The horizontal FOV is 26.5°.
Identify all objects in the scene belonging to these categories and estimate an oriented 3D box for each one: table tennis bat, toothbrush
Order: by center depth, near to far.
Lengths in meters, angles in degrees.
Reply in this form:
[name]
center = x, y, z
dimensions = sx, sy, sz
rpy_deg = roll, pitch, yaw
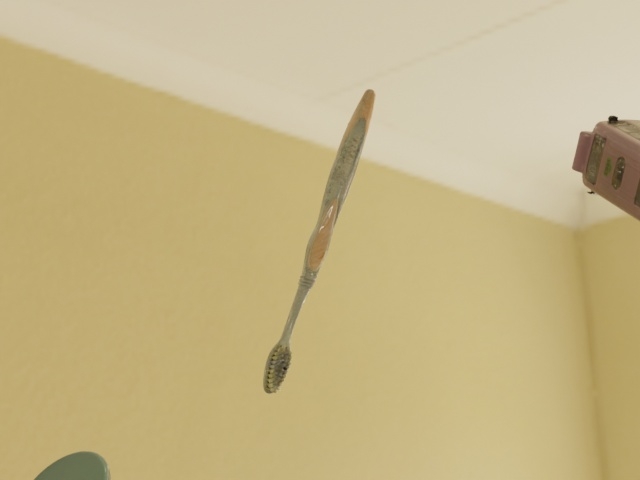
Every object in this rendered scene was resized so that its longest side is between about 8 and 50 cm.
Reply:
[toothbrush]
center = 0.000, 0.000, 1.582
dimensions = 0.028, 0.375, 0.037
rpy_deg = 19, -5, -11
[table tennis bat]
center = -0.334, 0.355, 1.628
dimensions = 0.149, 0.237, 0.038
rpy_deg = -4, -44, 40

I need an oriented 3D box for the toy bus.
[toy bus]
center = 0.371, -0.071, 1.511
dimensions = 0.108, 0.096, 0.199
rpy_deg = 3, 19, -20
